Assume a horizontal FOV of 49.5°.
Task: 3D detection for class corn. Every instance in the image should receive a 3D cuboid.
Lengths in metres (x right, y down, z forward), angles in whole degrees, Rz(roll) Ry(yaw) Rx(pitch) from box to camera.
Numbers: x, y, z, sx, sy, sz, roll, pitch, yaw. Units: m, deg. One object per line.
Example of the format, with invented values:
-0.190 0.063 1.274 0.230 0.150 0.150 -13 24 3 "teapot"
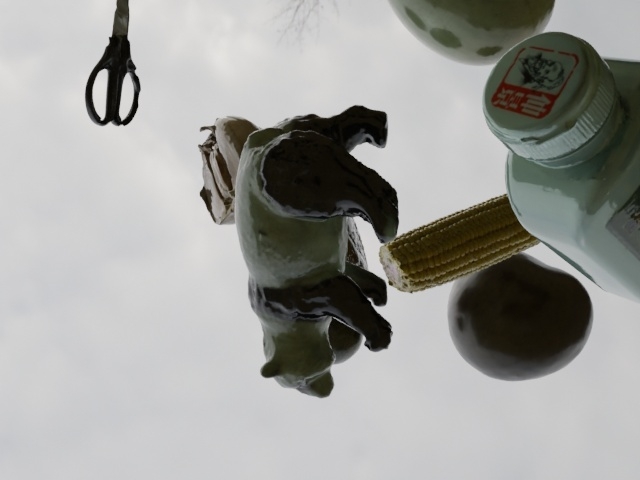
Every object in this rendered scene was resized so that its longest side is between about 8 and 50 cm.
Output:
0.189 -0.001 0.867 0.248 0.081 0.081 -21 -106 -20 "corn"

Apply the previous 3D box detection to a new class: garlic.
-0.140 -0.135 1.289 0.142 0.229 0.178 -12 -116 -24 "garlic"

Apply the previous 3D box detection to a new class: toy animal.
-0.004 0.014 0.535 0.121 0.094 0.225 -1 -70 0 "toy animal"

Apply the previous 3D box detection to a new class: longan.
0.350 0.130 1.228 0.248 0.248 0.248 7 -116 -15 "longan"

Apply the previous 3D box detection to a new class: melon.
0.023 0.177 1.270 0.098 0.130 0.098 16 -119 -31 "melon"

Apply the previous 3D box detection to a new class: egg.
0.212 -0.395 1.055 0.295 0.218 0.218 30 -120 5 "egg"

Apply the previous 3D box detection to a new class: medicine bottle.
0.185 -0.044 0.439 0.229 0.083 0.121 28 -91 -41 "medicine bottle"

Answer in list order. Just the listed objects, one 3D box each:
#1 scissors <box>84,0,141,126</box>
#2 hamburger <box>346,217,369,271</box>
-0.306 -0.324 1.068 0.022 0.300 0.109 18 -164 25 "scissors"
0.000 0.000 1.217 0.132 0.309 0.211 -18 -94 8 "hamburger"
